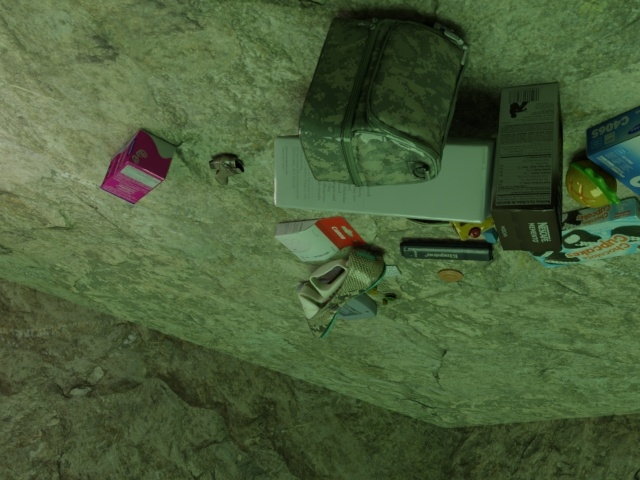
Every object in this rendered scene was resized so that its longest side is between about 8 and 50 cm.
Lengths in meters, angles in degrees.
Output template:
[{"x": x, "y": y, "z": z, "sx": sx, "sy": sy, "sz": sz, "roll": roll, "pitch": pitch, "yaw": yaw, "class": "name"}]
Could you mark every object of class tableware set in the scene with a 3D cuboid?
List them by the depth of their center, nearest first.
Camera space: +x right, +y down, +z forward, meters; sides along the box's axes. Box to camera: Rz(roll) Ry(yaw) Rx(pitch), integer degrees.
[{"x": 0.221, "y": 0.202, "z": 2.401, "sx": 0.104, "sy": 0.024, "sz": 0.154, "roll": -5, "pitch": 150, "yaw": 31, "class": "tableware set"}]

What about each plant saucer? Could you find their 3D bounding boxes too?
[{"x": 0.433, "y": 0.118, "z": 2.158, "sx": 0.084, "sy": 0.013, "sz": 0.083, "roll": 10, "pitch": 155, "yaw": 5, "class": "plant saucer"}]

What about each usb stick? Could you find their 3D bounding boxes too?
[{"x": 0.381, "y": 0.031, "z": 1.965, "sx": 0.278, "sy": 0.045, "sz": 0.077, "roll": 2, "pitch": 153, "yaw": 19, "class": "usb stick"}]

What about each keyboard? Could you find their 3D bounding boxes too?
[{"x": 0.153, "y": 0.110, "z": 2.254, "sx": 0.256, "sy": 0.014, "sz": 0.072, "roll": -3, "pitch": 151, "yaw": 27, "class": "keyboard"}]

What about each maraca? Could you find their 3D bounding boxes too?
[{"x": 0.610, "y": -0.126, "z": 1.448, "sx": 0.127, "sy": 0.099, "sz": 0.185, "roll": 44, "pitch": -171, "yaw": -1, "class": "maraca"}]

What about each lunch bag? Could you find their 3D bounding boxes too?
[{"x": 0.125, "y": -0.256, "z": 1.205, "sx": 0.256, "sy": 0.304, "sz": 0.212, "roll": 10, "pitch": 154, "yaw": 15, "class": "lunch bag"}]

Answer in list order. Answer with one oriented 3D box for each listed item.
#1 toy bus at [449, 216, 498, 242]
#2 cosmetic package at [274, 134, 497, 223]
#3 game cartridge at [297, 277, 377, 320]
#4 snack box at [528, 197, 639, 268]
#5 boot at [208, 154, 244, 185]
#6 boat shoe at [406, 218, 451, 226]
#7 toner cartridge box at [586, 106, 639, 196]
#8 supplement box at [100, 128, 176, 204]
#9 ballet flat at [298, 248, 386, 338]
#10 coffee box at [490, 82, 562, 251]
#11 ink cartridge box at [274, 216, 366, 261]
[{"x": 0.407, "y": -0.090, "z": 1.622, "sx": 0.191, "sy": 0.202, "sz": 0.104, "roll": -5, "pitch": 125, "yaw": 45, "class": "toy bus"}, {"x": 0.149, "y": -0.148, "z": 1.413, "sx": 0.454, "sy": 0.161, "sz": 0.230, "roll": 6, "pitch": -166, "yaw": 22, "class": "cosmetic package"}, {"x": 0.077, "y": 0.227, "z": 2.480, "sx": 0.196, "sy": 0.060, "sz": 0.294, "roll": -9, "pitch": 148, "yaw": 42, "class": "game cartridge"}, {"x": 0.713, "y": -0.012, "z": 1.728, "sx": 0.322, "sy": 0.060, "sz": 0.187, "roll": -16, "pitch": 143, "yaw": 43, "class": "snack box"}, {"x": -0.250, "y": -0.190, "z": 1.780, "sx": 0.087, "sy": 0.042, "sz": 0.118, "roll": -1, "pitch": 152, "yaw": 20, "class": "boot"}, {"x": 0.327, "y": -0.061, "z": 1.785, "sx": 0.190, "sy": 0.068, "sz": 0.072, "roll": 6, "pitch": 165, "yaw": 11, "class": "boat shoe"}, {"x": 0.749, "y": -0.160, "z": 1.397, "sx": 0.348, "sy": 0.075, "sz": 0.165, "roll": 26, "pitch": 150, "yaw": -27, "class": "toner cartridge box"}, {"x": -0.503, "y": -0.199, "z": 1.784, "sx": 0.114, "sy": 0.111, "sz": 0.220, "roll": 28, "pitch": 149, "yaw": -29, "class": "supplement box"}, {"x": 0.035, "y": 0.168, "z": 2.211, "sx": 0.182, "sy": 0.164, "sz": 0.482, "roll": 24, "pitch": 137, "yaw": -15, "class": "ballet flat"}, {"x": 0.423, "y": -0.144, "z": 1.306, "sx": 0.119, "sy": 0.297, "sz": 0.168, "roll": -1, "pitch": 152, "yaw": 24, "class": "coffee box"}, {"x": 0.000, "y": 0.000, "z": 2.051, "sx": 0.233, "sy": 0.066, "sz": 0.189, "roll": -1, "pitch": 152, "yaw": 32, "class": "ink cartridge box"}]
